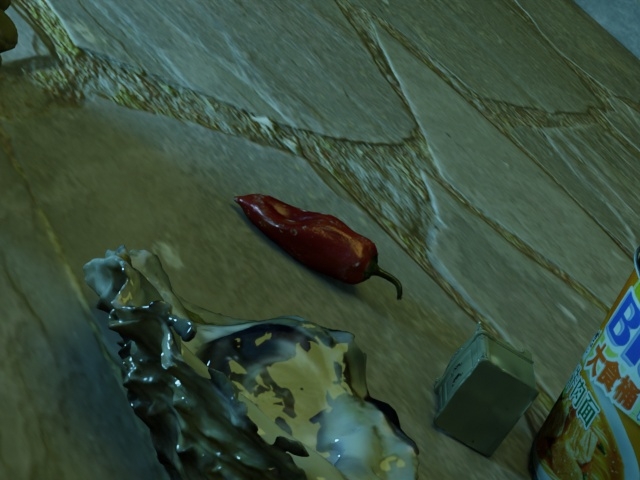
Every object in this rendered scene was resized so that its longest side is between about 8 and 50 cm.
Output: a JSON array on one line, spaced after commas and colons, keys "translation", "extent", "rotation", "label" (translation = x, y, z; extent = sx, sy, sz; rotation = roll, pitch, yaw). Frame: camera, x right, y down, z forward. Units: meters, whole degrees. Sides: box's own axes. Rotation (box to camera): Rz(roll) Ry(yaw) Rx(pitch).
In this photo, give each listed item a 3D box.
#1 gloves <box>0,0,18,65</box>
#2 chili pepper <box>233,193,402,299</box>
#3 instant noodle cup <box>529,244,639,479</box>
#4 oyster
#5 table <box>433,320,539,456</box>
[{"translation": [-0.364, -0.206, 1.180], "extent": [0.141, 0.154, 0.331], "rotation": [34, 11, -39], "label": "gloves"}, {"translation": [0.001, -0.001, 1.362], "extent": [0.191, 0.050, 0.059], "rotation": [29, 38, 10], "label": "chili pepper"}, {"translation": [0.337, 0.171, 1.236], "extent": [0.296, 0.214, 0.296], "rotation": [27, 23, -13], "label": "instant noodle cup"}, {"translation": [-0.049, 0.117, 0.997], "extent": [0.351, 0.115, 0.238], "rotation": [51, 20, 27], "label": "oyster"}, {"translation": [0.144, 0.128, 1.250], "extent": [0.062, 0.079, 0.083], "rotation": [31, 21, -8], "label": "table"}]
